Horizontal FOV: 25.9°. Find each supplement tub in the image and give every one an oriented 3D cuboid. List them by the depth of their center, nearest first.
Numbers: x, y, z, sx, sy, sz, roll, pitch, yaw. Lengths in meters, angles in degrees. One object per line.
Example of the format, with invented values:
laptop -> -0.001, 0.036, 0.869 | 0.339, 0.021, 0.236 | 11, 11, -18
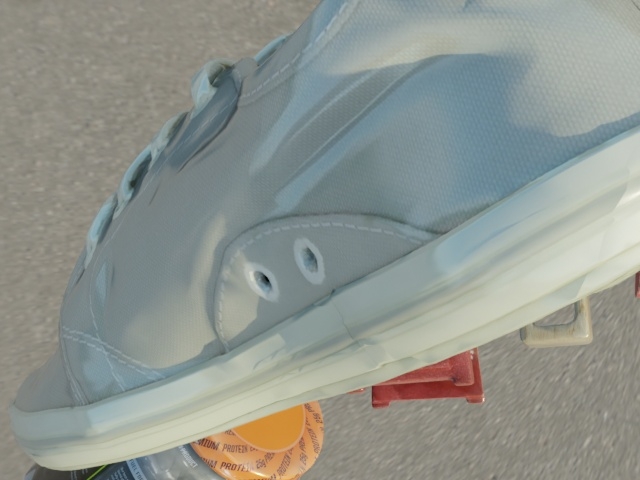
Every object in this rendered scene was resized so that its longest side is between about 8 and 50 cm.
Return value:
supplement tub -> -0.150, 0.231, 1.369 | 0.316, 0.193, 0.193 | -41, 80, 38

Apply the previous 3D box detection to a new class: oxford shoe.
oxford shoe -> -0.014, -0.003, 0.530 | 0.449, 0.169, 0.130 | -31, 83, 57

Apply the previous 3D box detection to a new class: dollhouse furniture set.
dollhouse furniture set -> 0.212, 0.064, 1.304 | 0.374, 0.201, 0.152 | -5, 78, 11
